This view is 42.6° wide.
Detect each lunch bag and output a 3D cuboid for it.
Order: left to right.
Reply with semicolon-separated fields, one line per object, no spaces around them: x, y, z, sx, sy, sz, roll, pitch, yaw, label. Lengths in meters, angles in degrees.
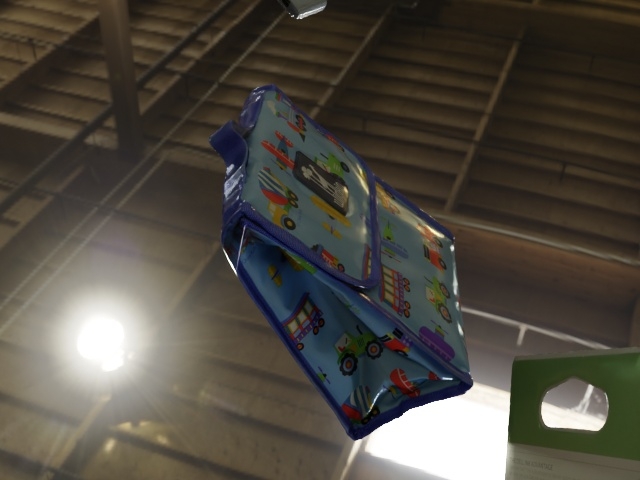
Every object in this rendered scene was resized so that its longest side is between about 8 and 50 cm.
0.000;0.000;0.759;0.138;0.293;0.221;-30;-149;24;lunch bag

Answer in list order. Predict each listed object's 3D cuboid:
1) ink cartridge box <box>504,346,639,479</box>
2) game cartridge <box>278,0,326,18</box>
0.156;0.183;0.463;0.056;0.171;0.235;13;-103;-11;ink cartridge box
-0.032;-0.273;0.868;0.083;0.017;0.056;51;-135;5;game cartridge
